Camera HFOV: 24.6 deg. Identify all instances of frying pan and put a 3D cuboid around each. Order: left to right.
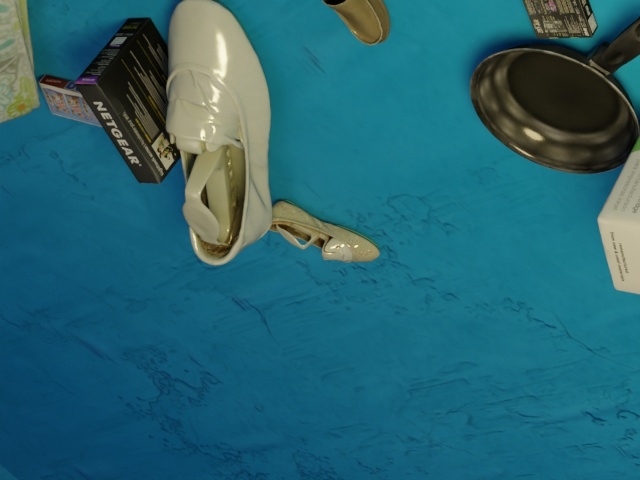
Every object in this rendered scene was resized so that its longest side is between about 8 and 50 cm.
[{"bbox_3d":[0.260,-0.183,1.567,0.197,0.053,0.326,22,150,14],"label":"frying pan"}]

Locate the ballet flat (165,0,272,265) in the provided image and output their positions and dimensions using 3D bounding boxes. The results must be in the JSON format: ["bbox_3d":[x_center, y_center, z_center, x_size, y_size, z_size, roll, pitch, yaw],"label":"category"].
[{"bbox_3d":[-0.137,-0.122,1.903,0.139,0.139,0.400,18,139,23],"label":"ballet flat"}]

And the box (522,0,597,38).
[{"bbox_3d":[0.246,-0.249,1.536,0.067,0.018,0.083,5,138,38],"label":"box"}]

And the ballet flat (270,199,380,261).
[{"bbox_3d":[0.000,0.000,2.055,0.168,0.052,0.057,25,148,12],"label":"ballet flat"}]

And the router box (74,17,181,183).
[{"bbox_3d":[-0.232,-0.183,1.935,0.046,0.133,0.179,4,138,37],"label":"router box"}]

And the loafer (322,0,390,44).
[{"bbox_3d":[0.030,-0.275,1.660,0.056,0.050,0.148,1,136,41],"label":"loafer"}]

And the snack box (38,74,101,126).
[{"bbox_3d":[-0.320,-0.191,2.105,0.178,0.022,0.064,16,145,25],"label":"snack box"}]

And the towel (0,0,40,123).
[{"bbox_3d":[-0.568,-0.235,1.981,0.320,0.374,0.090,95,151,-55],"label":"towel"}]

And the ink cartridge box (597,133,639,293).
[{"bbox_3d":[0.450,-0.034,1.474,0.278,0.201,0.117,10,142,32],"label":"ink cartridge box"}]
